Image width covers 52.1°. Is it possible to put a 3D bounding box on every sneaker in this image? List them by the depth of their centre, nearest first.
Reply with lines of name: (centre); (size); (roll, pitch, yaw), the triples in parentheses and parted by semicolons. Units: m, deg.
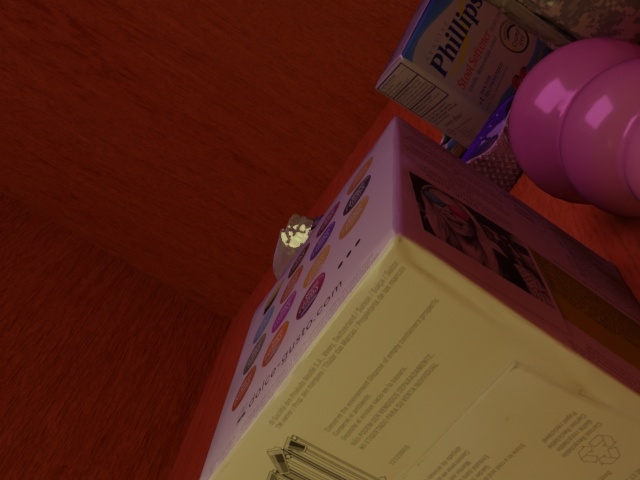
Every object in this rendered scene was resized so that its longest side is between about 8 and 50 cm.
sneaker: (0.336, -0.170, 1.263); (0.293, 0.102, 0.146); (-51, 8, 15)
sneaker: (0.277, -0.173, 1.565); (0.237, 0.086, 0.085); (-63, 13, -16)

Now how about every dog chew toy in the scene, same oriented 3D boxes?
dog chew toy: (0.355, -0.121, 0.747); (0.207, 0.206, 0.332); (-57, 18, 12)

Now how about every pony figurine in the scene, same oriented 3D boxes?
pony figurine: (0.015, 0.151, 1.497); (0.363, 0.302, 0.351); (-107, 38, -57)

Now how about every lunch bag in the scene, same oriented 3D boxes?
lunch bag: (0.407, -0.412, 1.037); (0.256, 0.305, 0.212); (-58, 7, -18)

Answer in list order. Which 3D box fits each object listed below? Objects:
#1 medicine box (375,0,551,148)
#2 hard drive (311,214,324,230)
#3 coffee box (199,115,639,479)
medicine box: (0.312, -0.383, 1.418); (0.264, 0.289, 0.149); (-62, 11, -18)
hard drive: (0.000, 0.000, 1.550); (0.094, 0.135, 0.022); (-25, 49, 15)
coffee box: (0.121, 0.131, 0.709); (0.338, 0.338, 0.334); (-54, 11, 25)
